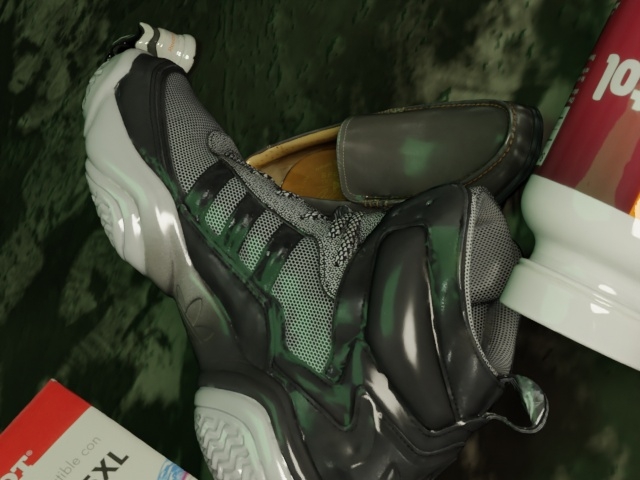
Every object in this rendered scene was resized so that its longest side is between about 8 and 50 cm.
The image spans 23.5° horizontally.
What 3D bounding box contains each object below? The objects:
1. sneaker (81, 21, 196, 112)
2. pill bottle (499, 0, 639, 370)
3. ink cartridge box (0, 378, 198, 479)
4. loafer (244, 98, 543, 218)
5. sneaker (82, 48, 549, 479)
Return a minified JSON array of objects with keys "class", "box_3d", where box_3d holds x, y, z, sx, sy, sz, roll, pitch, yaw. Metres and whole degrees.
[{"class":"sneaker","box_3d":[-0.128,-0.112,1.005,0.109,0.043,0.040,-31,49,42]},{"class":"pill bottle","box_3d":[0.129,-0.031,0.578,0.086,0.086,0.152,28,93,55]},{"class":"ink cartridge box","box_3d":[-0.091,0.151,0.594,0.231,0.078,0.134,29,65,28]},{"class":"loafer","box_3d":[0.030,-0.034,0.731,0.170,0.061,0.062,-19,53,45]},{"class":"sneaker","box_3d":[0.000,0.000,0.677,0.153,0.101,0.269,-31,63,12]}]
